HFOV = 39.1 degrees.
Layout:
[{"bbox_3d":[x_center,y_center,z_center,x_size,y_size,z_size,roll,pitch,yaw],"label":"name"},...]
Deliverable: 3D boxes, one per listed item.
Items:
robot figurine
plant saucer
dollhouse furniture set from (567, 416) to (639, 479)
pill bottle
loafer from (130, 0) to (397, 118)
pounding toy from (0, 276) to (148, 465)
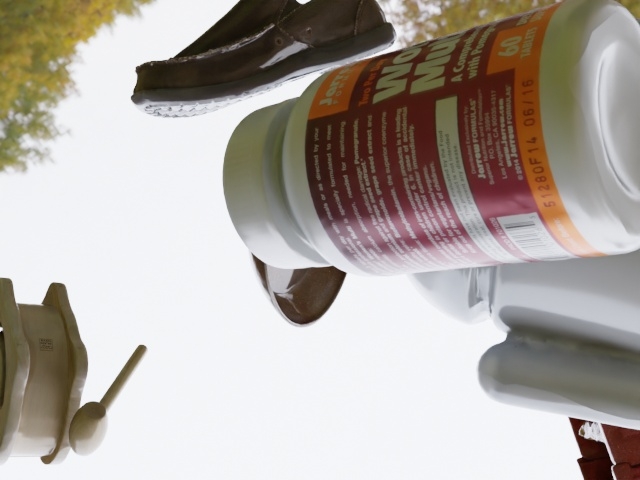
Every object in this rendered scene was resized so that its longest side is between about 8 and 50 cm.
[{"bbox_3d":[0.200,-0.023,0.638,0.353,0.200,0.300,10,-106,17],"label":"robot figurine"},{"bbox_3d":[-0.017,-0.022,0.804,0.036,0.199,0.199,7,-132,24],"label":"plant saucer"},{"bbox_3d":[0.485,0.213,1.015,0.374,0.201,0.152,-12,-102,1],"label":"dollhouse furniture set"},{"bbox_3d":[0.058,-0.043,0.479,0.221,0.121,0.121,-7,-140,40],"label":"pill bottle"},{"bbox_3d":[-0.080,-0.252,1.136,0.365,0.130,0.133,-24,-171,-27],"label":"loafer"},{"bbox_3d":[-0.292,0.164,1.014,0.269,0.154,0.154,54,-52,47],"label":"pounding toy"}]
